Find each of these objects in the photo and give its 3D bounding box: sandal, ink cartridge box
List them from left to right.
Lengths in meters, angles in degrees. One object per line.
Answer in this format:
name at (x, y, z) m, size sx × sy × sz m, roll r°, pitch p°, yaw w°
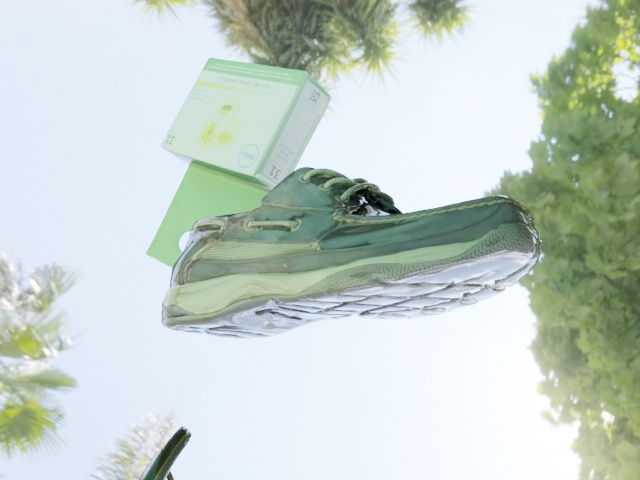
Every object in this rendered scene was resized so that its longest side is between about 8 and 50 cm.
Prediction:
sandal at (-0.157, 0.269, 0.625) m, size 0.060 × 0.090 × 0.219 m, roll 30°, pitch -140°, yaw -11°
ink cartridge box at (-0.108, -0.076, 0.760) m, size 0.171 × 0.056 × 0.235 m, roll 21°, pitch -100°, yaw 42°

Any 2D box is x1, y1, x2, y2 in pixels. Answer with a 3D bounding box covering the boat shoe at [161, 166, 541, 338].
boat shoe at (0.000, 0.000, 0.591) m, size 0.355 × 0.132 × 0.130 m, roll -12°, pitch -110°, yaw 32°
